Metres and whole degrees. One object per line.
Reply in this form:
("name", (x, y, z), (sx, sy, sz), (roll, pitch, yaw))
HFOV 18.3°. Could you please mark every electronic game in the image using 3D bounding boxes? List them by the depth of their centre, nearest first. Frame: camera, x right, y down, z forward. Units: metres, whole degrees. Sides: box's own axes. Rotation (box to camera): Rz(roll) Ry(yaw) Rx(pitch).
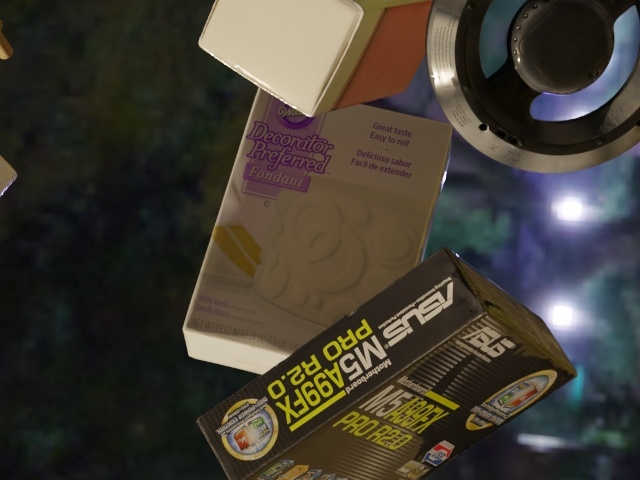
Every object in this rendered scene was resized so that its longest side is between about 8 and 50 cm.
("electronic game", (0.201, -0.167, 1.670), (0.048, 0.229, 0.229), (-111, 21, -70))

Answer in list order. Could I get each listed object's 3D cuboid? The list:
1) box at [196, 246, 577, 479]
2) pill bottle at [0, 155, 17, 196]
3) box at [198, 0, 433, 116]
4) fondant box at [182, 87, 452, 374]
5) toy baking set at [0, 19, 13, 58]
("box", (0.057, 0.114, 1.458), (0.060, 0.216, 0.270), (59, -170, 22))
("pill bottle", (-0.576, -0.009, 2.560), (0.363, 0.210, 0.210), (-48, -17, -7))
("box", (0.009, -0.224, 2.012), (0.232, 0.148, 0.127), (-21, -39, -62))
("fondant box", (0.000, 0.000, 2.315), (0.096, 0.238, 0.330), (86, -161, -66))
("toy baking set", (-0.411, -0.264, 2.140), (0.030, 0.196, 0.256), (-50, -45, -15))
